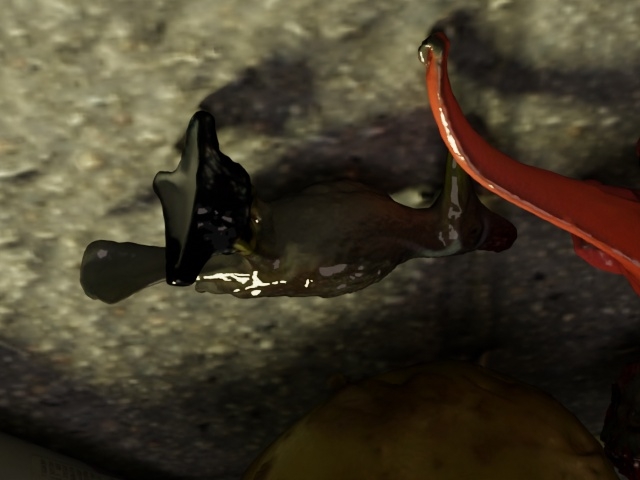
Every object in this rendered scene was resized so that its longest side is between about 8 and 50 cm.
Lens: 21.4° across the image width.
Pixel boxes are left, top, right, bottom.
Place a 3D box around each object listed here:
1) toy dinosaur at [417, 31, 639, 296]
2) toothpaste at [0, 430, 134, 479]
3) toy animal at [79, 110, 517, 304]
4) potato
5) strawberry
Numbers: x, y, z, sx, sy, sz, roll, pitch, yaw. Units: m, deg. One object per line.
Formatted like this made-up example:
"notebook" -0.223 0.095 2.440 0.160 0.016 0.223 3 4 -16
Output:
"toy dinosaur" 0.152 0.020 0.748 0.286 0.139 0.070 26 131 -35
"toothpaste" -0.171 0.142 0.919 0.114 0.073 0.299 -30 144 25
"toy animal" -0.003 -0.004 0.770 0.202 0.070 0.105 -3 152 -17
"potato" 0.086 0.188 0.896 0.246 0.196 0.299 -5 141 41
"strawberry" 0.199 0.092 0.905 0.096 0.083 0.083 -3 143 -16
